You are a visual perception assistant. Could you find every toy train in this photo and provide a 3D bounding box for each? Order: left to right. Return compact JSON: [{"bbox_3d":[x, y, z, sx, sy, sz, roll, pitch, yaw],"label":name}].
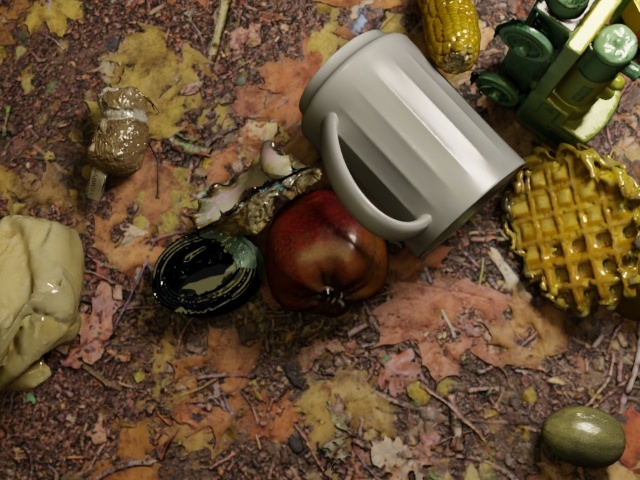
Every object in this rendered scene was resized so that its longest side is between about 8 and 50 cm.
[{"bbox_3d":[0.380,-0.276,1.127,0.237,0.369,0.150,36,86,6],"label":"toy train"}]

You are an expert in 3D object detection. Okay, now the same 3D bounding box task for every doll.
[{"bbox_3d":[-0.371,-0.178,1.307,0.115,0.105,0.221,19,75,-17],"label":"doll"}]

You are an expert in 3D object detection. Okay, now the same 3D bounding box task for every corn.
[{"bbox_3d":[0.220,-0.374,1.230,0.102,0.102,0.313,-2,46,5],"label":"corn"}]

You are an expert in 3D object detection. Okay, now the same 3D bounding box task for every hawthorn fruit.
[{"bbox_3d":[0.000,0.000,1.210,0.208,0.208,0.248,-16,57,2],"label":"hawthorn fruit"}]

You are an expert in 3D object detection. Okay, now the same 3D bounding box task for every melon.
[{"bbox_3d":[0.423,0.315,1.161,0.131,0.098,0.098,12,82,3],"label":"melon"}]

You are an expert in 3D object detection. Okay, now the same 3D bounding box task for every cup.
[{"bbox_3d":[0.114,-0.147,1.168,0.327,0.237,0.323,49,46,9],"label":"cup"}]

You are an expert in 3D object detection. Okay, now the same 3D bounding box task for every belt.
[{"bbox_3d":[-0.194,0.055,1.270,0.198,0.078,0.151,-17,75,5],"label":"belt"}]

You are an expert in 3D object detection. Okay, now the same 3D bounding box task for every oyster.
[{"bbox_3d":[-0.113,-0.086,1.220,0.260,0.198,0.092,-29,117,33],"label":"oyster"}]

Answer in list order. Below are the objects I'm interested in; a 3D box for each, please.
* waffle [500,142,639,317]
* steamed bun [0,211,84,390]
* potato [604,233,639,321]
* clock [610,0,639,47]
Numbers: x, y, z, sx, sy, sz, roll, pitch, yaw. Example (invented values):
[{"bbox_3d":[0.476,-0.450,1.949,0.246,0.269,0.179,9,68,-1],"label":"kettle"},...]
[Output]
[{"bbox_3d":[0.409,-0.018,1.182,0.280,0.060,0.262,38,118,35],"label":"waffle"},{"bbox_3d":[-0.554,0.099,1.220,0.372,0.230,0.324,4,50,11],"label":"steamed bun"},{"bbox_3d":[0.559,0.031,1.171,0.204,0.158,0.178,-30,78,4],"label":"potato"},{"bbox_3d":[0.671,-0.340,1.243,0.220,0.106,0.255,-23,80,1],"label":"clock"}]
